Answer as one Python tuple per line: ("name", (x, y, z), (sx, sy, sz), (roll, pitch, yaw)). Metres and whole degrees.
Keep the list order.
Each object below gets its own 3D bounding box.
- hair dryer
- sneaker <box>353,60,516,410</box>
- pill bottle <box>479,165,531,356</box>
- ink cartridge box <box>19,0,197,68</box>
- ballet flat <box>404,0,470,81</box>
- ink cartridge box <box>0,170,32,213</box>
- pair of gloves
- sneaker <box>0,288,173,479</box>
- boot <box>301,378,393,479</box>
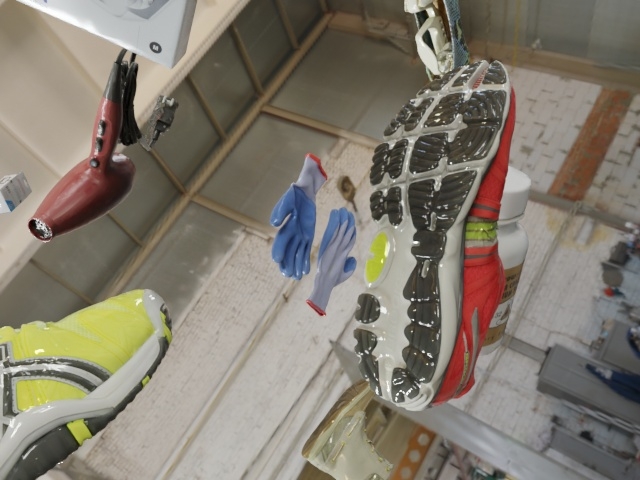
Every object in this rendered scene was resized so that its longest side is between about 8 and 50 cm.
("hair dryer", (-0.304, -0.128, 0.771), (0.223, 0.080, 0.293), (88, -154, -75))
("sneaker", (0.104, -0.004, 0.461), (0.118, 0.107, 0.278), (19, -97, -44))
("pill bottle", (0.189, 0.022, 0.718), (0.131, 0.131, 0.229), (-32, -46, -48))
("ink cartridge box", (-0.221, -0.308, 0.553), (0.224, 0.223, 0.045), (120, 169, -46))
("ballet flat", (0.140, -0.281, 0.710), (0.070, 0.070, 0.188), (-43, -62, -37))
("ink cartridge box", (-0.579, -0.091, 1.057), (0.083, 0.028, 0.048), (-85, -14, -59))
("pair of gloves", (0.000, 0.000, 0.710), (0.198, 0.023, 0.159), (53, -132, -47))
("sneaker", (-0.271, 0.121, 0.400), (0.385, 0.145, 0.147), (-35, -84, -45))
("boot", (0.087, 0.396, 1.140), (0.213, 0.165, 0.077), (-48, 3, -12))
